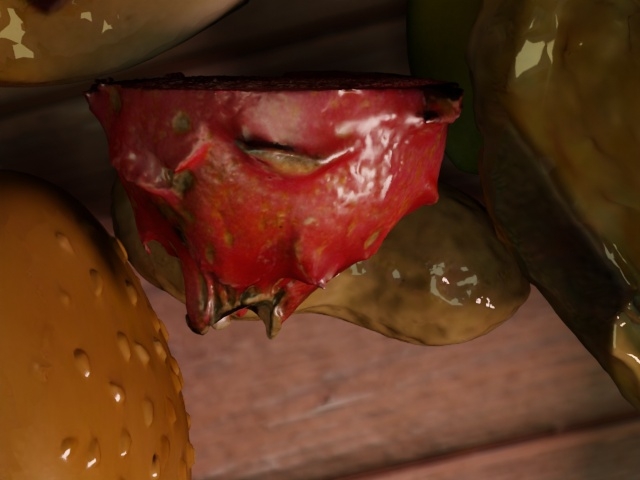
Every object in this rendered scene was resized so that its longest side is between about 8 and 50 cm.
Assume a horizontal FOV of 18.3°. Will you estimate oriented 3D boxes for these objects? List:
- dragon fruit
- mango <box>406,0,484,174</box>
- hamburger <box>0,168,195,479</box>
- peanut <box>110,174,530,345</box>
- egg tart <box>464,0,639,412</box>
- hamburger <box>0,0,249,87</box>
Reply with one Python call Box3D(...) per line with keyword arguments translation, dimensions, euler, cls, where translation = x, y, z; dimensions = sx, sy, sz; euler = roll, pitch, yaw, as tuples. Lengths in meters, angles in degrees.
Box3D(translation=(-0.013, -0.013, 0.789), dimensions=(0.153, 0.153, 0.111), euler=(-2, 100, 3), cls="dragon fruit")
Box3D(translation=(0.117, -0.135, 0.826), dimensions=(0.237, 0.091, 0.137), euler=(-40, 100, 16), cls="mango")
Box3D(translation=(-0.163, 0.093, 0.839), dimensions=(0.212, 0.274, 0.274), euler=(-9, 112, 8), cls="hamburger")
Box3D(translation=(0.000, 0.001, 0.888), dimensions=(0.192, 0.089, 0.089), euler=(8, 113, -1), cls="peanut")
Box3D(translation=(0.278, -0.046, 0.721), dimensions=(0.443, 0.178, 0.443), euler=(1, 120, 2), cls="egg tart")
Box3D(translation=(-0.112, -0.199, 0.766), dimensions=(0.302, 0.170, 0.302), euler=(2, 115, 5), cls="hamburger")
